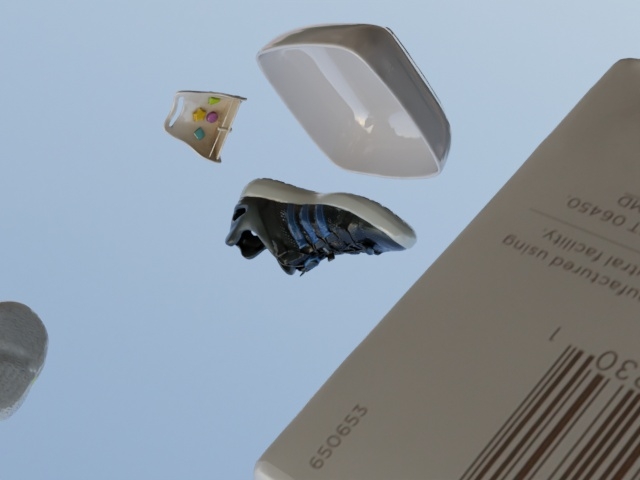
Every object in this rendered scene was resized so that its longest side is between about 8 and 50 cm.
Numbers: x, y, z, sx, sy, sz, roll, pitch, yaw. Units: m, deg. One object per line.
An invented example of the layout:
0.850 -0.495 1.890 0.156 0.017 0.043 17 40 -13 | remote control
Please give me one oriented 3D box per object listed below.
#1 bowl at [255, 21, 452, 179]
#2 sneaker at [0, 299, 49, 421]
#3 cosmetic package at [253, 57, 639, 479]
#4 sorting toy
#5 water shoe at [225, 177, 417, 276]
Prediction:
0.033 -0.115 1.099 0.142 0.142 0.053 9 -126 52 | bowl
-0.328 0.138 1.153 0.091 0.126 0.240 57 -134 -16 | sneaker
0.227 0.181 0.763 0.329 0.393 0.327 25 -120 35 | cosmetic package
-0.134 -0.137 1.581 0.075 0.083 0.045 11 -155 -31 | sorting toy
0.000 0.000 1.284 0.203 0.080 0.073 12 163 44 | water shoe
